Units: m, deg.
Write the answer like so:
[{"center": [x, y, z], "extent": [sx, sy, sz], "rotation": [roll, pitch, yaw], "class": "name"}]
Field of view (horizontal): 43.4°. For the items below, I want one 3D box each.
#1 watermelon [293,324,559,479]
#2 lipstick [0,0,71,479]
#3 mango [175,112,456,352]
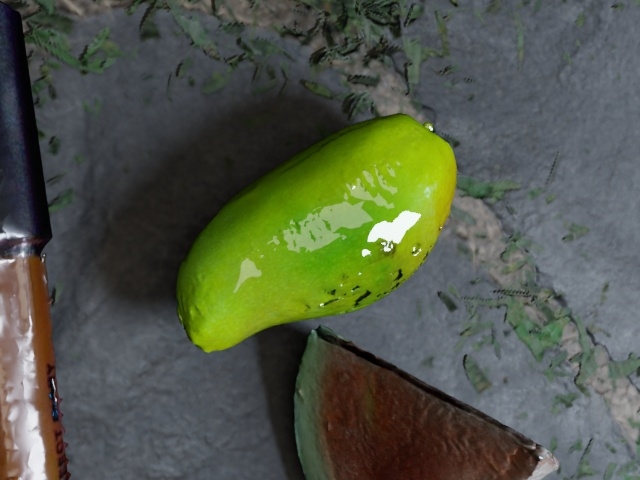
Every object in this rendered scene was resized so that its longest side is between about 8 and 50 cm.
[{"center": [0.083, 0.130, 0.584], "extent": [0.207, 0.202, 0.136], "rotation": [58, 36, -9], "class": "watermelon"}, {"center": [-0.212, 0.054, 0.532], "extent": [0.077, 0.077, 0.418], "rotation": [-6, 91, -16], "class": "lipstick"}, {"center": [0.000, 0.000, 0.579], "extent": [0.233, 0.111, 0.125], "rotation": [-38, 94, -13], "class": "mango"}]
